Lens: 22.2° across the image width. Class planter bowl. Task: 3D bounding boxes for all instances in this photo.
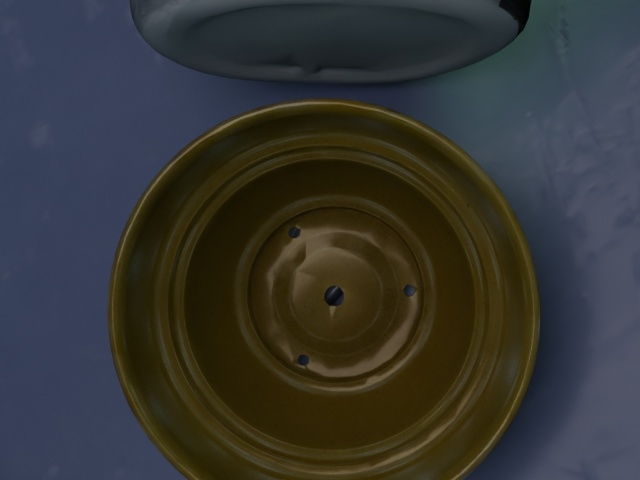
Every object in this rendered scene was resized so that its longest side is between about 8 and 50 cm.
[{"bbox_3d":[0.004,0.034,0.855,0.217,0.090,0.217,0,95,5],"label":"planter bowl"}]

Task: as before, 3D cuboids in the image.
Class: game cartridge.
[{"bbox_3d":[0.000,0.000,0.915,0.056,0.017,0.083,34,95,25],"label":"game cartridge"}]

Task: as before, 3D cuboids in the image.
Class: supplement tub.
[{"bbox_3d":[0.004,-0.264,0.848,0.207,0.207,0.338,-4,81,20],"label":"supplement tub"}]
